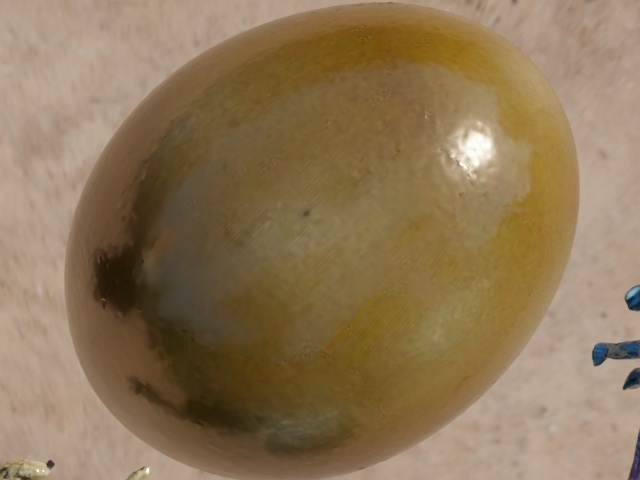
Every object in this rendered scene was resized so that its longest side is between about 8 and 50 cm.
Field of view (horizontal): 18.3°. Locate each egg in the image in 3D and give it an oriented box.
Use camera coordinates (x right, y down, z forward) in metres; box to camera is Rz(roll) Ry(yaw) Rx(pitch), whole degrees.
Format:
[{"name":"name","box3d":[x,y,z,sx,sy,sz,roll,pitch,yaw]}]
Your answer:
[{"name":"egg","box3d":[0.000,0.000,1.264,0.351,0.282,0.282,-39,84,21]}]

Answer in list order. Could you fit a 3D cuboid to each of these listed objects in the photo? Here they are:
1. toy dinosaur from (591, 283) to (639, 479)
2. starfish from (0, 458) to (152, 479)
[{"name":"toy dinosaur","box3d":[0.170,0.042,0.880,0.045,0.080,0.197,46,71,-31]},{"name":"starfish","box3d":[-0.174,0.296,1.206,0.299,0.060,0.302,-33,68,18]}]
